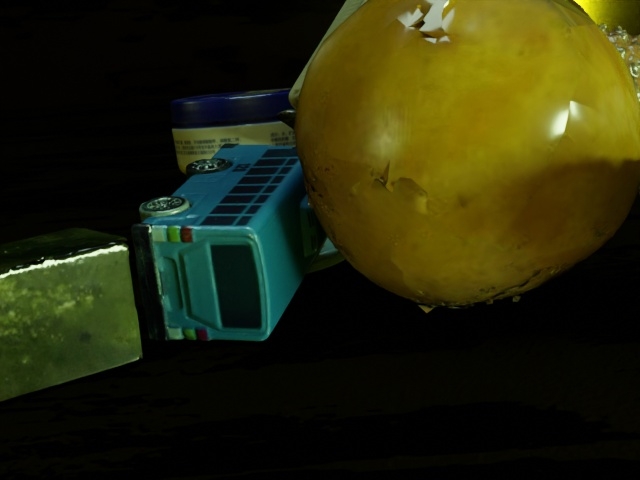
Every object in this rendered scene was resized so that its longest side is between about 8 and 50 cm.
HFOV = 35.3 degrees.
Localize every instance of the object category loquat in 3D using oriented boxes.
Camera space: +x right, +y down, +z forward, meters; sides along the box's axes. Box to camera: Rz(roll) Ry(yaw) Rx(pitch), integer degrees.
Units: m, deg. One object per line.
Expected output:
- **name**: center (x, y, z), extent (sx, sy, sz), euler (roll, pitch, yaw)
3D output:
- **loquat**: center (0.098, -0.068, 0.683), extent (0.235, 0.235, 0.235), euler (-4, 13, 1)

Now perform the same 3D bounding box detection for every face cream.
- **face cream**: center (-0.096, -0.146, 1.357), extent (0.206, 0.111, 0.206), euler (-4, 12, 1)

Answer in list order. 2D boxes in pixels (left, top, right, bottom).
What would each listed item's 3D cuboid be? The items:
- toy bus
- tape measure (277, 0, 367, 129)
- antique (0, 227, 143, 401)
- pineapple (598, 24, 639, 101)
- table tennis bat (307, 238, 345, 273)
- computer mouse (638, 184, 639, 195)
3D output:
- **toy bus**: center (-0.055, -0.005, 0.722), extent (0.106, 0.090, 0.184), euler (-1, 23, 15)
- **tape measure**: center (0.090, -0.170, 1.218), extent (0.133, 0.231, 0.271), euler (-7, 45, 46)
- **antique**: center (-0.222, 0.055, 0.592), extent (0.221, 0.080, 0.081), euler (-16, 16, -36)
- **pineapple**: center (0.446, -0.189, 1.282), extent (0.341, 0.169, 0.169), euler (0, 11, -16)
- **table tennis bat**: center (0.000, 0.000, 0.859), extent (0.244, 0.040, 0.153), euler (-8, 17, 1)
- **computer mouse**: center (0.354, -0.003, 0.583), extent (0.389, 0.114, 0.199), euler (2, -1, -22)
